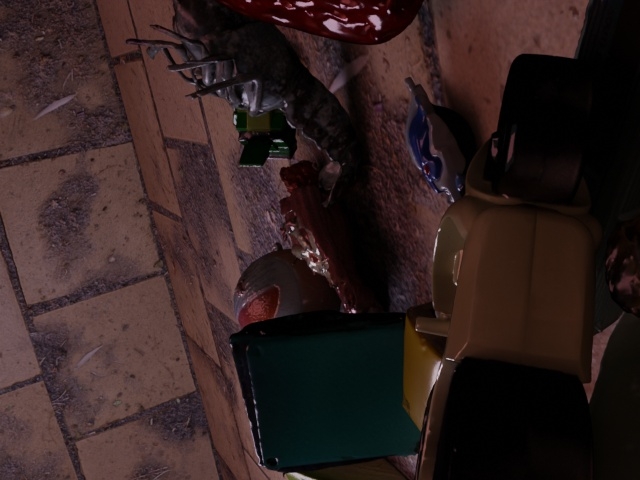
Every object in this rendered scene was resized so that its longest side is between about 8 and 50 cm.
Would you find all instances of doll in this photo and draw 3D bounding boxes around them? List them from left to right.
[{"bbox_3d":[-0.086,-0.211,1.226,0.134,0.106,0.186,-20,-68,-71],"label":"doll"},{"bbox_3d":[0.136,-0.089,0.839,0.195,0.070,0.096,66,-171,7],"label":"doll"}]

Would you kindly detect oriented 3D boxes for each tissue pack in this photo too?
[{"bbox_3d":[0.157,0.171,0.966,0.120,0.082,0.169,-131,31,-49],"label":"tissue pack"}]

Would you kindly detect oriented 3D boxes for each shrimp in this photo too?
[{"bbox_3d":[-0.089,-0.213,1.028,0.166,0.411,0.221,-45,21,32],"label":"shrimp"}]

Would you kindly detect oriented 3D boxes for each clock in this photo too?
[{"bbox_3d":[0.121,0.088,0.537,0.276,0.120,0.378,86,-163,-62],"label":"clock"}]

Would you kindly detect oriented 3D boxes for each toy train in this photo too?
[{"bbox_3d":[0.227,-0.045,0.609,0.089,0.086,0.409,51,151,40],"label":"toy train"}]

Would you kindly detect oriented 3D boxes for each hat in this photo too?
[{"bbox_3d":[0.000,0.000,1.182,0.236,0.107,0.286,71,177,-65],"label":"hat"}]

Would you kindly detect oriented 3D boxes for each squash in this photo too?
[{"bbox_3d":[0.098,0.419,1.391,0.289,0.203,0.111,2,112,31],"label":"squash"}]

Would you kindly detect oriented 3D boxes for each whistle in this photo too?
[{"bbox_3d":[-0.042,0.149,1.267,0.189,0.189,0.347,106,150,-56],"label":"whistle"}]

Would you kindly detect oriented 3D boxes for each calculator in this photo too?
[{"bbox_3d":[0.026,0.212,1.113,0.058,0.274,0.248,-98,-1,-63],"label":"calculator"}]

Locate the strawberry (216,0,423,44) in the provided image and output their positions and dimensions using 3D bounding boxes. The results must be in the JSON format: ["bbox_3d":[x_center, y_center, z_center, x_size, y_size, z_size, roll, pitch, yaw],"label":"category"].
[{"bbox_3d":[-0.023,-0.357,0.807,0.345,0.295,0.317,34,147,2],"label":"strawberry"}]

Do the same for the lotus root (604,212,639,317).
[{"bbox_3d":[0.286,0.021,0.366,0.309,0.173,0.173,19,125,47],"label":"lotus root"}]

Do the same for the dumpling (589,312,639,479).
[{"bbox_3d":[0.286,0.189,0.508,0.212,0.270,0.320,-103,-10,-76],"label":"dumpling"}]
